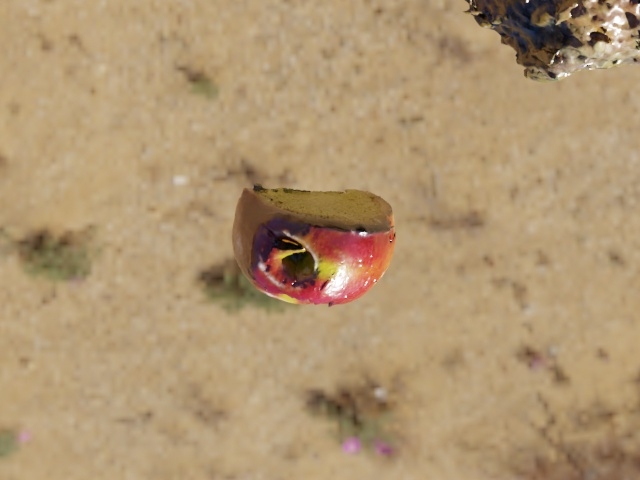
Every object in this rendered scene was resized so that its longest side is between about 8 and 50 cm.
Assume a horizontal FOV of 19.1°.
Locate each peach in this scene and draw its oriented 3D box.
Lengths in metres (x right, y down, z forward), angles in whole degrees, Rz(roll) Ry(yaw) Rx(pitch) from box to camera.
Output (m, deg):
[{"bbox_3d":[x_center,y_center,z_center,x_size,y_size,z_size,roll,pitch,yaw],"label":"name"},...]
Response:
[{"bbox_3d":[-0.003,0.006,1.639,0.127,0.092,0.172,19,-167,22],"label":"peach"}]

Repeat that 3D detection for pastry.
[{"bbox_3d":[0.243,-0.228,1.653,0.275,0.193,0.275,10,-173,-1],"label":"pastry"}]
